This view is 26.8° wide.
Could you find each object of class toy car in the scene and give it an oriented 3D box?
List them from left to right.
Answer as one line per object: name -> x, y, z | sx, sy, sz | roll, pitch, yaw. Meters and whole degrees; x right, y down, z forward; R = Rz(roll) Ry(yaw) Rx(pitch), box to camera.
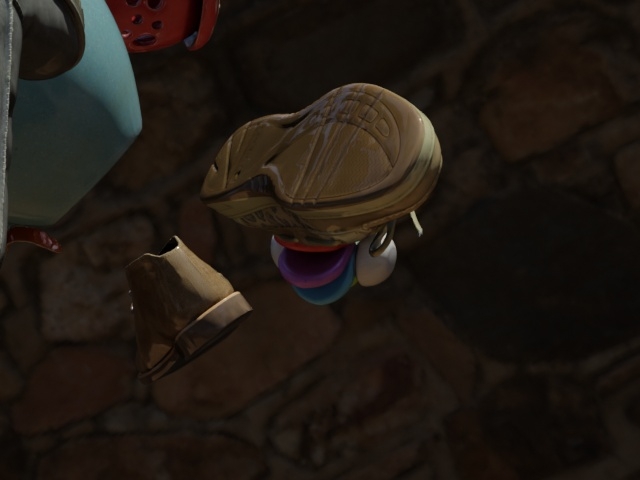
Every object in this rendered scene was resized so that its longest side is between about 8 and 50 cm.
toy car -> 0.000, 0.000, 1.645 | 0.159, 0.182, 0.136 | 8, 38, 21

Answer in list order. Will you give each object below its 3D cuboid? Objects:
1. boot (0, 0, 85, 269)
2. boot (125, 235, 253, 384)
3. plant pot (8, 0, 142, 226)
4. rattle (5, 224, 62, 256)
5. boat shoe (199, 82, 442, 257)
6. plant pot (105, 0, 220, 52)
boot -> -0.171, -0.066, 0.688 | 0.076, 0.189, 0.208 | -18, 62, 11
boot -> -0.155, 0.074, 1.424 | 0.112, 0.115, 0.305 | -36, -4, -23
plant pot -> -0.289, -0.127, 1.306 | 0.290, 0.195, 0.290 | -44, 12, 12
rattle -> -0.379, -0.025, 1.356 | 0.199, 0.143, 0.130 | -3, 42, 16
boat shoe -> 0.011, -0.045, 0.979 | 0.104, 0.089, 0.285 | -60, 25, -12
plant pot -> -0.236, -0.355, 1.868 | 0.174, 0.191, 0.191 | 0, 9, -18
